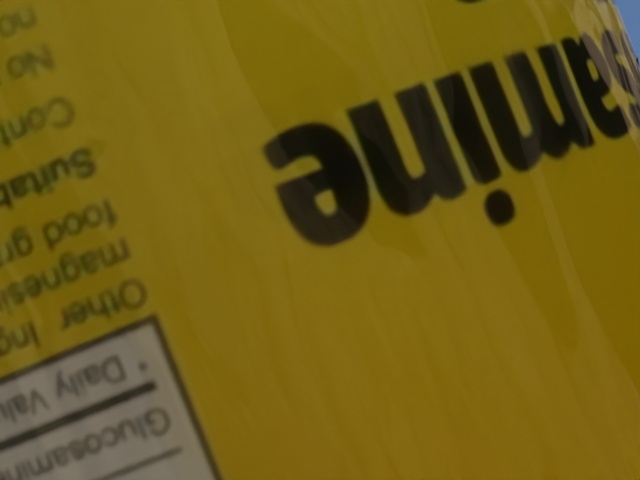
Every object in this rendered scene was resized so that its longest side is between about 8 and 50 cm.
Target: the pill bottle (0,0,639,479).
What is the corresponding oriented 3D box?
[{"bbox_3d":[-0.019,0.010,0.398,0.188,0.188,0.334,-22,-92,-20],"label":"pill bottle"}]
